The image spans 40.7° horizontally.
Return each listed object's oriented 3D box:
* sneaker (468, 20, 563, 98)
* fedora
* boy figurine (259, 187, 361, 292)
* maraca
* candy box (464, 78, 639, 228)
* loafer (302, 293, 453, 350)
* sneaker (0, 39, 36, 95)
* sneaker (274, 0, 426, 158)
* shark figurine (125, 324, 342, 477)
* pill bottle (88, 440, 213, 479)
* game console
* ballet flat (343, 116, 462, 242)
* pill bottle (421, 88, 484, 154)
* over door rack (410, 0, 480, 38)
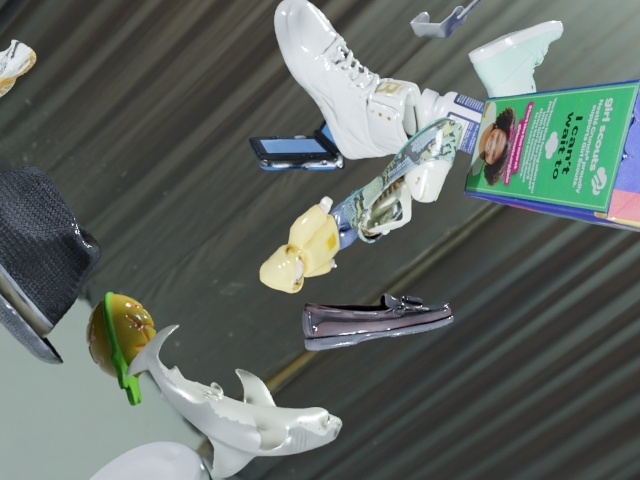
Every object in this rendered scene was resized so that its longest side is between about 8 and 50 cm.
[{"bbox_3d":[0.401,-0.335,1.694,0.256,0.094,0.151,-29,103,-33],"label":"sneaker"},{"bbox_3d":[-0.389,0.001,1.130,0.334,0.152,0.334,47,-15,16],"label":"fedora"},{"bbox_3d":[0.000,0.000,1.666,0.092,0.177,0.285,29,46,31],"label":"boy figurine"},{"bbox_3d":[-0.290,0.156,1.264,0.186,0.099,0.127,-111,-179,-46],"label":"maraca"},{"bbox_3d":[0.324,-0.066,0.826,0.268,0.122,0.317,10,3,-12],"label":"candy box"},{"bbox_3d":[0.112,0.144,1.675,0.109,0.302,0.095,160,-80,-77],"label":"loafer"},{"bbox_3d":[-0.373,-0.199,1.006,0.037,0.083,0.032,41,-16,6],"label":"sneaker"},{"bbox_3d":[0.061,-0.247,1.299,0.108,0.169,0.292,-55,128,-27],"label":"sneaker"},{"bbox_3d":[-0.126,0.215,1.012,0.278,0.116,0.166,23,19,7],"label":"shark figurine"},{"bbox_3d":[-0.120,0.289,0.746,0.119,0.119,0.208,-90,162,-64],"label":"pill bottle"},{"bbox_3d":[-0.019,-0.261,1.849,0.250,0.173,0.293,-2,16,-10],"label":"game console"},{"bbox_3d":[0.095,-0.057,0.932,0.070,0.188,0.070,17,53,-24],"label":"ballet flat"},{"bbox_3d":[0.258,-0.214,1.568,0.169,0.094,0.094,24,15,10],"label":"pill bottle"},{"bbox_3d":[0.208,-0.410,0.982,0.239,0.324,0.108,57,-10,-33],"label":"over door rack"}]
